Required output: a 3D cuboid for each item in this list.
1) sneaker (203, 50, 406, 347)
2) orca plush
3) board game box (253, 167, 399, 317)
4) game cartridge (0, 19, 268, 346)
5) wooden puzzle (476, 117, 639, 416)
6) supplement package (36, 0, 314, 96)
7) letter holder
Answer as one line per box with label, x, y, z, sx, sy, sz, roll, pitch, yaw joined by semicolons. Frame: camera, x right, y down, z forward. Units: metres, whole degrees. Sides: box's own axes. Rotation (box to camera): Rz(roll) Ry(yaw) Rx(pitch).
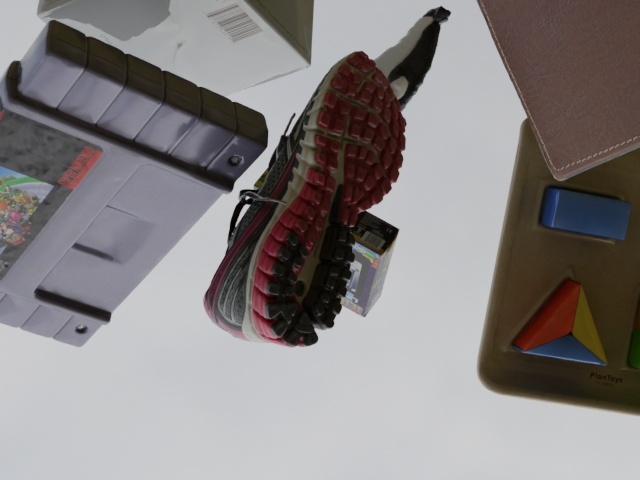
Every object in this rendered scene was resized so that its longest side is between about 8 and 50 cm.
sneaker;-0.018;-0.048;1.113;0.121;0.112;0.299;44;-119;-37
orca plush;0.088;-0.206;1.740;0.151;0.102;0.287;19;-114;45
board game box;0.000;0.000;1.427;0.170;0.141;0.048;30;-121;12
game cartridge;-0.240;-0.033;1.139;0.230;0.355;0.068;18;-136;-33
wooden puzzle;0.377;0.039;1.496;0.322;0.348;0.080;10;179;-8
supplement package;-0.135;-0.307;1.255;0.199;0.198;0.262;40;-136;-48
letter holder;0.277;-0.205;0.883;0.152;0.302;0.214;-26;-89;-41
